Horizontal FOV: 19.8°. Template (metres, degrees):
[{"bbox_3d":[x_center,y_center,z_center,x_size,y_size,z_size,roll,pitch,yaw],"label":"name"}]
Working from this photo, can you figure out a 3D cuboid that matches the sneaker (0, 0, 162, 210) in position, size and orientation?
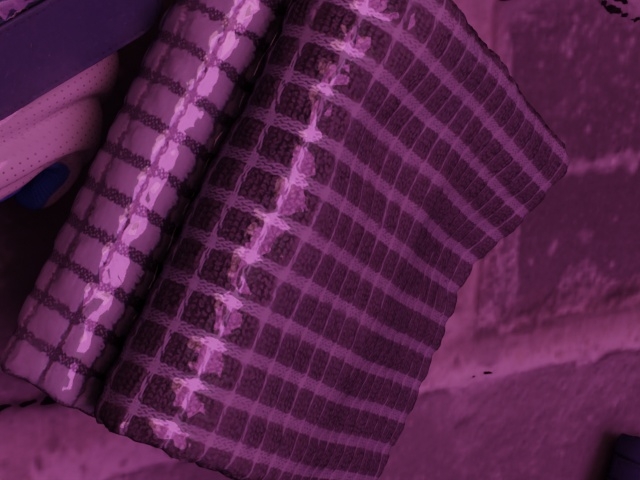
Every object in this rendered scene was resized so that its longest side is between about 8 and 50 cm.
[{"bbox_3d":[-0.214,-0.088,0.718,0.323,0.130,0.236,-7,102,-42],"label":"sneaker"}]

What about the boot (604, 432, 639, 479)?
[{"bbox_3d":[0.253,0.182,1.195,0.190,0.069,0.086,17,95,-38],"label":"boot"}]

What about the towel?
[{"bbox_3d":[0.000,0.000,0.852,0.235,0.121,0.284,-66,156,-4],"label":"towel"}]
